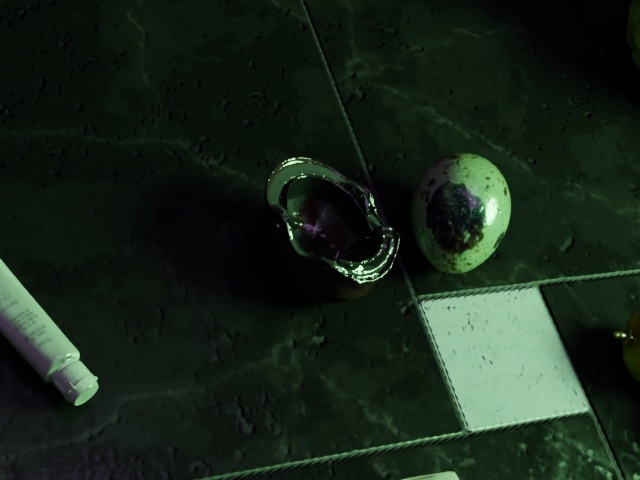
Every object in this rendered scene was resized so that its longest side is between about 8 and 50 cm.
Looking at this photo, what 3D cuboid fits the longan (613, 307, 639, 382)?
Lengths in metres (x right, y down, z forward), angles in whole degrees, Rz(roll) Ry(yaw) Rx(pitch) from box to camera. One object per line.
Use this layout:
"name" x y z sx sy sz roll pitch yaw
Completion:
"longan" 0.285 0.088 0.977 0.083 0.075 0.075 20 52 -16

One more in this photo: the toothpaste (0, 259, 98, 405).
"toothpaste" -0.228 0.043 0.825 0.048 0.031 0.190 -35 72 -33

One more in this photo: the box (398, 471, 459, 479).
"box" 0.068 0.283 0.701 0.067 0.155 0.242 -4 61 -26

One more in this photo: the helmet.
"helmet" 0.000 0.000 0.921 0.098 0.070 0.123 -20 60 -39

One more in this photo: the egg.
"egg" 0.118 -0.023 0.976 0.085 0.085 0.110 23 59 -6

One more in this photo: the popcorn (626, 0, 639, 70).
"popcorn" 0.425 -0.227 1.148 0.251 0.237 0.206 40 84 -35
